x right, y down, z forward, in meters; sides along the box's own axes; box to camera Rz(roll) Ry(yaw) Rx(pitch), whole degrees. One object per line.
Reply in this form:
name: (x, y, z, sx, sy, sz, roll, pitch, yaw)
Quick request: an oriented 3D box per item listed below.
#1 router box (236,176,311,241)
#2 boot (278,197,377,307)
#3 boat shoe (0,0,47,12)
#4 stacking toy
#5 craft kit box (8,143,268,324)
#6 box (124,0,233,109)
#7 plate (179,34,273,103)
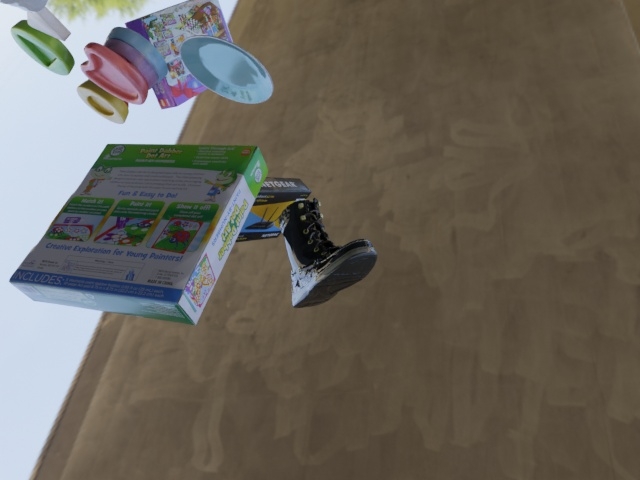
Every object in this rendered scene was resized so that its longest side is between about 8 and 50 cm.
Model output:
router box: (-0.115, -0.059, 1.056, 0.046, 0.179, 0.133, 48, -62, 20)
boot: (-0.002, 0.000, 0.924, 0.236, 0.085, 0.178, -44, -126, 54)
boat shoe: (-0.420, -0.448, 0.753, 0.136, 0.157, 0.367, -38, -121, 24)
stacking toy: (-0.466, -0.398, 1.140, 0.309, 0.279, 0.130, 0, -124, 55)
craft kit box: (-0.223, -0.023, 0.700, 0.250, 0.061, 0.246, 5, -124, 21)
box: (-0.318, -0.465, 1.326, 0.057, 0.200, 0.293, -1, -149, 30)
plate: (-0.173, -0.325, 1.033, 0.188, 0.188, 0.024, 7, -113, 36)
